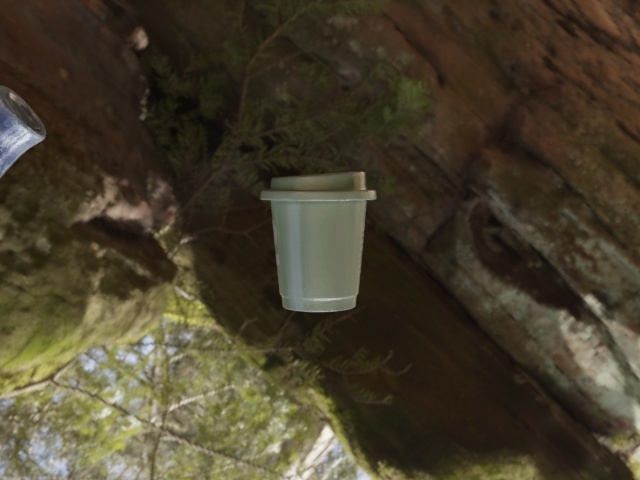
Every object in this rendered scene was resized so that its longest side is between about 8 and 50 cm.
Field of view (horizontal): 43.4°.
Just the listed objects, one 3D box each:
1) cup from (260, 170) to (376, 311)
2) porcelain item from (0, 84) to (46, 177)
[{"bbox_3d":[0.000,0.000,0.837,0.120,0.141,0.120,-3,-173,0],"label":"cup"},{"bbox_3d":[-0.488,-0.092,1.061,0.141,0.259,0.141,51,-177,-4],"label":"porcelain item"}]
